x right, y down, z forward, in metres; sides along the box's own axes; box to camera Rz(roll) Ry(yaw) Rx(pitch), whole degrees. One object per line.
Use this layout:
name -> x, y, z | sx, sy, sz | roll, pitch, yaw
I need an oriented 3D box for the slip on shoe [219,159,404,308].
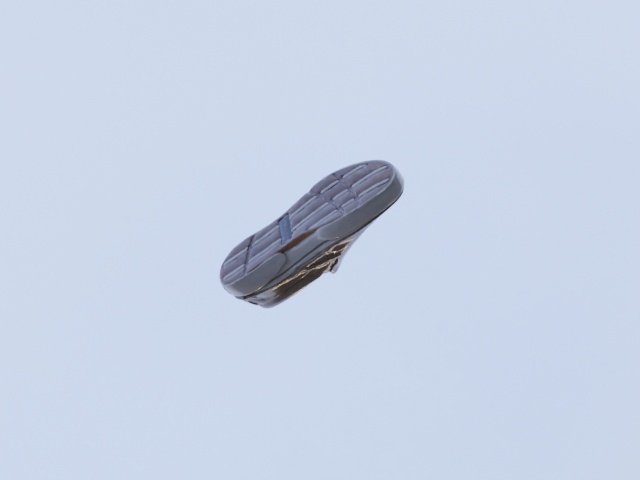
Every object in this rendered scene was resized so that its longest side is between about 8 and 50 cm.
slip on shoe -> 0.000, 0.000, 0.679 | 0.135, 0.051, 0.041 | -35, -57, 21
